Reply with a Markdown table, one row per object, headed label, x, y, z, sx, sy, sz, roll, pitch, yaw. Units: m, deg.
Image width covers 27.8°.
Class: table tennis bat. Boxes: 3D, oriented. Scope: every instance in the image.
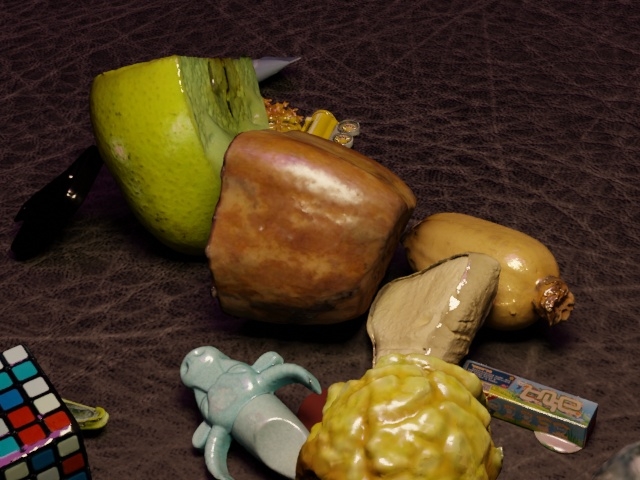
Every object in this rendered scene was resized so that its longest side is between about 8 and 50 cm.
| label | x | y | z | sx | sy | sz | roll | pitch | yaw |
| --- | --- | --- | --- | --- | --- | --- | --- | --- | --- |
| table tennis bat | 0.008 | 0.254 | 1.765 | 0.098 | 0.019 | 0.155 | 15 | 40 | 18 |

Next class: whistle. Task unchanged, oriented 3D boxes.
| label | x | y | z | sx | sy | sz | roll | pitch | yaw |
| --- | --- | --- | --- | --- | --- | --- | --- | --- | --- |
| whistle | -0.097 | 0.230 | 1.741 | 0.186 | 0.093 | 0.274 | -49 | 52 | -5 |

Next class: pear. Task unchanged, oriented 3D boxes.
| label | x | y | z | sx | sy | sz | roll | pitch | yaw |
| --- | --- | --- | --- | --- | --- | --- | --- | --- | --- |
| pear | -0.213 | -0.131 | 2.044 | 0.238 | 0.318 | 0.342 | -14 | 2 | 19 |

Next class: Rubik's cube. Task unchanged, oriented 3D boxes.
| label | x | y | z | sx | sy | sz | roll | pitch | yaw |
| --- | --- | --- | --- | --- | --- | --- | --- | --- | --- |
| Rubik's cube | -0.405 | 0.275 | 1.629 | 0.182 | 0.184 | 0.187 | -24 | 44 | -24 |

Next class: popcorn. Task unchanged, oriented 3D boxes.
| label | x | y | z | sx | sy | sz | roll | pitch | yaw |
| --- | --- | --- | --- | --- | --- | --- | --- | --- | --- |
| popcorn | 0.095 | 0.268 | 1.546 | 0.247 | 0.282 | 0.282 | 11 | 41 | -1 |

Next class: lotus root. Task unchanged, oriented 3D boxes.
| label | x | y | z | sx | sy | sz | roll | pitch | yaw |
| --- | --- | --- | --- | --- | --- | --- | --- | --- | --- |
| lotus root | 0.246 | 0.046 | 1.904 | 0.303 | 0.146 | 0.131 | 26 | 9 | 39 |
| lotus root | 0.000 | 0.000 | 1.897 | 0.250 | 0.316 | 0.316 | 17 | 44 | 18 |

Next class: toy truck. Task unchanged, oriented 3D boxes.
| label | x | y | z | sx | sy | sz | roll | pitch | yaw |
| --- | --- | --- | --- | --- | --- | --- | --- | --- | --- |
| toy truck | -0.006 | -0.123 | 2.154 | 0.114 | 0.098 | 0.227 | 9 | 40 | 14 |

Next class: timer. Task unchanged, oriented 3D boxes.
| label | x | y | z | sx | sy | sz | roll | pitch | yaw |
| --- | --- | --- | --- | --- | --- | --- | --- | --- | --- |
| timer | -0.421 | -0.063 | 2.050 | 0.055 | 0.187 | 0.144 | 39 | 37 | -20 |

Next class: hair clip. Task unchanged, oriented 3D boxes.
| label | x | y | z | sx | sy | sz | roll | pitch | yaw |
| --- | --- | --- | --- | --- | --- | --- | --- | --- | --- |
| hair clip | -0.376 | 0.232 | 1.795 | 0.188 | 0.033 | 0.060 | 12 | 40 | 20 |

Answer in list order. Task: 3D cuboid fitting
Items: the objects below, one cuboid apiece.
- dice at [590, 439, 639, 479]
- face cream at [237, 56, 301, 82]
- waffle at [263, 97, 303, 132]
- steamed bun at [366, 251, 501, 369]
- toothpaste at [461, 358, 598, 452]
| label | x | y | z | sx | sy | sz | roll | pitch | yaw |
| --- | --- | --- | --- | --- | --- | --- | --- | --- | --- |
| dice | 0.427 | 0.340 | 1.517 | 0.182 | 0.181 | 0.183 | -17 | 43 | -14 |
| face cream | -0.224 | -0.272 | 2.350 | 0.385 | 0.086 | 0.135 | -25 | 20 | -28 |
| waffle | -0.129 | -0.199 | 2.268 | 0.193 | 0.070 | 0.197 | 15 | 43 | 20 |
| steamed bun | 0.152 | 0.137 | 1.810 | 0.110 | 0.231 | 0.212 | 36 | 60 | -20 |
| toothpaste | 0.273 | 0.227 | 1.762 | 0.193 | 0.044 | 0.070 | 17 | 43 | 22 |
